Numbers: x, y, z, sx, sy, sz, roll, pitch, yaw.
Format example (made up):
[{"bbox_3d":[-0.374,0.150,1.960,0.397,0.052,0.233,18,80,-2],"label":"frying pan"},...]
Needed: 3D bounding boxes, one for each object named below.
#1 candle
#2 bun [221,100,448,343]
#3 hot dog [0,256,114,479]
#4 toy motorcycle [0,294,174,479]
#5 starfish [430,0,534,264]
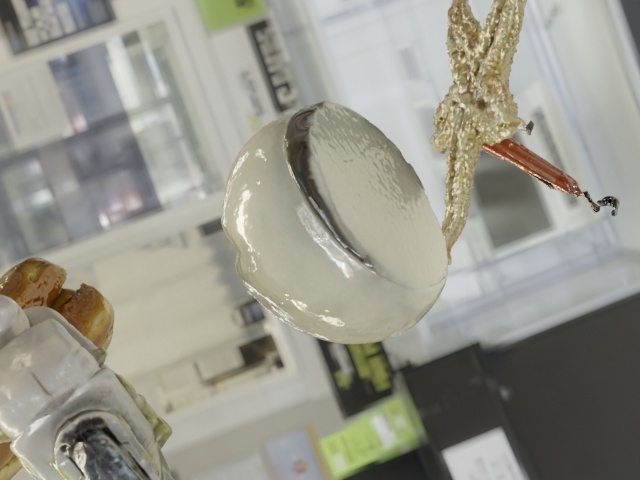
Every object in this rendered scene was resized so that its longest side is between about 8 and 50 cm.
[{"bbox_3d":[0.182,-0.064,1.308,0.167,0.021,0.026,34,124,20],"label":"candle"},{"bbox_3d":[0.000,0.000,1.065,0.173,0.120,0.173,38,-150,-27],"label":"bun"},{"bbox_3d":[-0.323,0.158,1.464,0.135,0.337,0.100,35,142,-4],"label":"hot dog"},{"bbox_3d":[-0.182,0.135,1.133,0.223,0.108,0.340,49,170,3],"label":"toy motorcycle"},{"bbox_3d":[0.125,-0.141,1.250,0.231,0.048,0.295,-112,32,-68],"label":"starfish"}]
